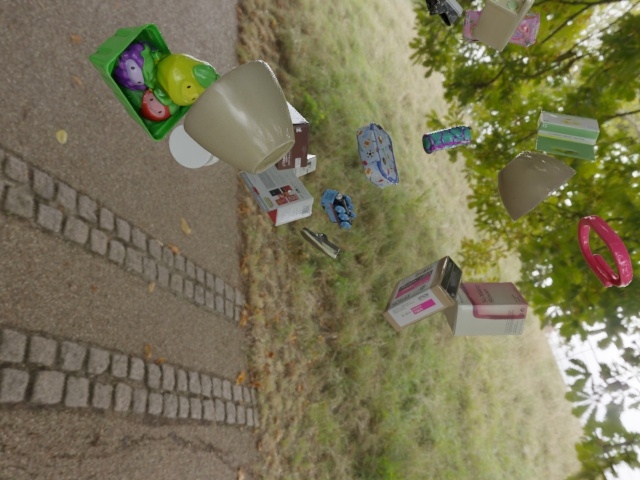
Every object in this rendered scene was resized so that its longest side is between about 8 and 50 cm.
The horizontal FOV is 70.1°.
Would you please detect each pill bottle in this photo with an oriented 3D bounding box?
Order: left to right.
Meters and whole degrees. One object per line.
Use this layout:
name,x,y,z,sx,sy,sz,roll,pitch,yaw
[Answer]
pill bottle,-0.462,-0.426,1.885,0.204,0.204,0.361,66,20,-17

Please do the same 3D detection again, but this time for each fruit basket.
fruit basket,-0.558,-0.552,1.617,0.392,0.283,0.392,30,-20,12

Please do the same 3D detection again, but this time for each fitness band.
fitness band,0.982,0.036,1.583,0.291,0.054,0.209,-90,163,-56

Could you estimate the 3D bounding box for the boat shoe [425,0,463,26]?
boat shoe,0.384,-0.771,1.492,0.228,0.076,0.080,3,34,-51

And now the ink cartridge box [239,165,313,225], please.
ink cartridge box,-0.231,-0.234,2.301,0.309,0.272,0.130,55,-30,32

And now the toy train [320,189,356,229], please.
toy train,0.070,-0.117,1.764,0.080,0.105,0.184,-62,151,-26

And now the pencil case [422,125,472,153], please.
pencil case,0.390,-0.310,1.403,0.070,0.152,0.064,-120,-159,-44

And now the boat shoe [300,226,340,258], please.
boat shoe,0.001,0.000,2.088,0.223,0.073,0.080,40,-14,-27

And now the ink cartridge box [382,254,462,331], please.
ink cartridge box,0.336,0.172,1.498,0.088,0.235,0.193,50,36,-7

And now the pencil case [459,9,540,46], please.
pencil case,0.690,-0.820,1.761,0.124,0.284,0.124,-42,140,-49

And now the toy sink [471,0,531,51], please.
toy sink,0.604,-0.763,1.467,0.131,0.153,0.234,33,-11,8

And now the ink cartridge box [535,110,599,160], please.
ink cartridge box,0.768,-0.332,1.420,0.235,0.171,0.056,-52,152,-51

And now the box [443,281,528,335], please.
box,0.552,0.229,1.545,0.148,0.232,0.126,-91,-179,-65

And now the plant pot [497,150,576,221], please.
plant pot,0.813,-0.237,1.791,0.191,0.284,0.284,50,3,12

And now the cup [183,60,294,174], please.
cup,-0.218,-0.347,1.419,0.237,0.331,0.331,52,7,1

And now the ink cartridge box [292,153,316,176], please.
ink cartridge box,-0.146,-0.431,2.580,0.218,0.159,0.092,-32,134,-53

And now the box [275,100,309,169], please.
box,-0.180,-0.469,1.923,0.381,0.143,0.191,-128,-147,-46

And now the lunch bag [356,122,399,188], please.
lunch bag,0.287,-0.415,2.219,0.243,0.115,0.303,21,58,-52
